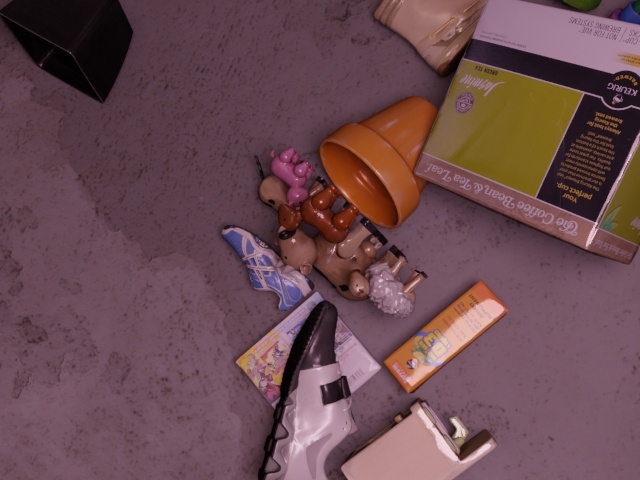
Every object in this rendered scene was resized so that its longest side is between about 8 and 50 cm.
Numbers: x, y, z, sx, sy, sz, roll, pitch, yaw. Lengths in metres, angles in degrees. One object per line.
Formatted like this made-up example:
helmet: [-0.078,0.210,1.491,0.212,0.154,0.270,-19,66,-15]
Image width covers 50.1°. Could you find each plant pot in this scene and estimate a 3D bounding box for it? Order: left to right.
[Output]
plant pot: [-0.492,-0.426,1.391,0.188,0.187,0.167,31,75,12]
plant pot: [0.135,-0.158,1.253,0.188,0.205,0.205,-42,78,-15]

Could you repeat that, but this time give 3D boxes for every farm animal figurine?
farm animal figurine: [0.000,0.000,1.231,0.327,0.330,0.172,42,94,-20]

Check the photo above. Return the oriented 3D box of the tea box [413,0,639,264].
tea box: [0.386,-0.177,1.105,0.329,0.220,0.323,31,102,39]

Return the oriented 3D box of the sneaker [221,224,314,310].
sneaker: [-0.114,0.048,1.307,0.211,0.080,0.081,39,86,13]

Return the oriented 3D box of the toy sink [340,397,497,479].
toy sink: [0.167,0.358,1.183,0.234,0.153,0.131,-37,78,3]

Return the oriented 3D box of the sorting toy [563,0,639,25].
sorting toy: [0.481,-0.530,1.261,0.127,0.126,0.365,-31,75,-34]

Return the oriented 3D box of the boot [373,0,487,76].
boot: [0.254,-0.472,1.327,0.203,0.095,0.262,43,92,14]

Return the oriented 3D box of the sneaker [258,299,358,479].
sneaker: [0.002,0.274,1.204,0.146,0.122,0.330,16,84,-9]

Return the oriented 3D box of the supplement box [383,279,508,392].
supplement box: [0.225,0.176,1.239,0.233,0.080,0.078,-41,76,3]

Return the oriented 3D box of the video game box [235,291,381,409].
video game box: [-0.022,0.231,1.282,0.205,0.048,0.187,-40,81,1]
